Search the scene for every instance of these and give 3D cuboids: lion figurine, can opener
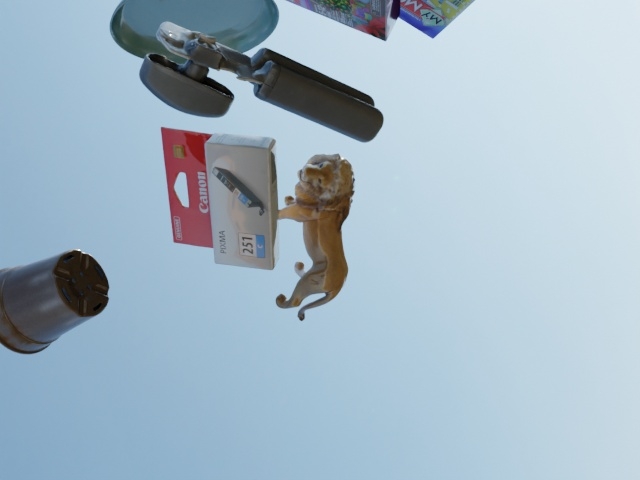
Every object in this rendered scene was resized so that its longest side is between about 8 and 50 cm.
[{"bbox_3d":[0.000,0.000,1.704,0.142,0.240,0.392,-22,-75,-48],"label":"lion figurine"},{"bbox_3d":[-0.065,-0.167,0.858,0.284,0.076,0.095,19,-61,-28],"label":"can opener"}]

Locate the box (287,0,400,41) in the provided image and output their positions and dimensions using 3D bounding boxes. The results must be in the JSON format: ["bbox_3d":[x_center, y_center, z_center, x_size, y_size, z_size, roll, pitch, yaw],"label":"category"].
[{"bbox_3d":[0.015,-0.403,1.067,0.057,0.201,0.293,-64,-9,-6],"label":"box"}]

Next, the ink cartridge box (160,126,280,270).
[{"bbox_3d":[-0.222,-0.087,1.604,0.066,0.261,0.296,-65,-21,-56],"label":"ink cartridge box"}]

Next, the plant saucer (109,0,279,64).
[{"bbox_3d":[-0.238,-0.424,1.412,0.318,0.318,0.043,5,-108,-52],"label":"plant saucer"}]

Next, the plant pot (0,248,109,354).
[{"bbox_3d":[-0.479,0.099,1.328,0.167,0.165,0.167,45,-147,-39],"label":"plant pot"}]

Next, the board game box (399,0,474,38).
[{"bbox_3d":[0.115,-0.471,1.198,0.317,0.213,0.046,26,-116,-16],"label":"board game box"}]
